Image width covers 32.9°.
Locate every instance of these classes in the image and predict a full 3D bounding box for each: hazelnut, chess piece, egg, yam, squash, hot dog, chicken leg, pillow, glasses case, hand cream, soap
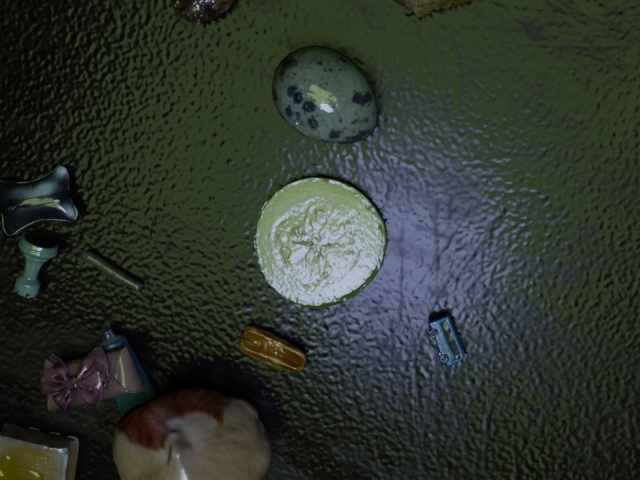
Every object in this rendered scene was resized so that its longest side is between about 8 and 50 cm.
[{"bbox_3d":[-0.212,0.356,1.754,0.261,0.241,0.261,3,67,-8],"label":"hazelnut"},{"bbox_3d":[-0.486,0.043,1.831,0.067,0.067,0.103,22,109,2],"label":"chess piece"},{"bbox_3d":[0.009,-0.223,1.695,0.182,0.141,0.141,36,101,1],"label":"egg"},{"bbox_3d":[-0.354,0.052,1.838,0.116,0.021,0.021,31,101,-1],"label":"yam"},{"bbox_3d":[-0.001,0.001,1.784,0.219,0.041,0.219,1,100,5],"label":"squash"},{"bbox_3d":[-0.080,0.187,1.827,0.133,0.041,0.056,25,93,7],"label":"hot dog"},{"bbox_3d":[-0.161,-0.434,1.721,0.085,0.069,0.197,29,95,24],"label":"chicken leg"},{"bbox_3d":[-0.478,-0.066,1.815,0.136,0.055,0.091,-13,64,4],"label":"pillow"},{"bbox_3d":[-0.400,0.231,1.816,0.194,0.070,0.102,-15,106,25],"label":"glasses case"},{"bbox_3d":[-0.323,0.253,1.863,0.083,0.048,0.224,-18,103,9],"label":"hand cream"},{"bbox_3d":[-0.509,0.447,1.893,0.140,0.073,0.231,11,101,8],"label":"soap"}]

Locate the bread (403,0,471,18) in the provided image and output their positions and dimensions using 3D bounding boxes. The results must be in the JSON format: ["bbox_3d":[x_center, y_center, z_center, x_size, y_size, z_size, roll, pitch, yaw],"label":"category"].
[{"bbox_3d":[0.207,-0.454,1.640,0.250,0.133,0.179,-28,95,9],"label":"bread"}]

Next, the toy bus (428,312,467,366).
[{"bbox_3d":[0.208,0.164,1.792,0.046,0.038,0.083,-22,97,6],"label":"toy bus"}]
